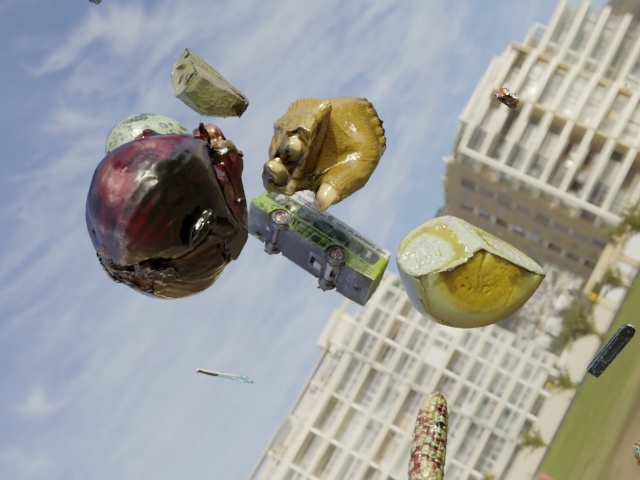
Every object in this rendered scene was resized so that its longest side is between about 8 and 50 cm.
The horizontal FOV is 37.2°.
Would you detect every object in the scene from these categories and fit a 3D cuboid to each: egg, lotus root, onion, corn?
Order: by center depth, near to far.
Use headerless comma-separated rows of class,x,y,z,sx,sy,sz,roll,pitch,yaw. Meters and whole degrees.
onion,-0.216,-0.041,1.296,0.281,0.221,0.281,-52,-18,-24
lotus root,-0.197,-0.260,1.684,0.070,0.144,0.143,-51,21,14
egg,-0.338,-0.186,1.878,0.172,0.132,0.132,-11,-36,-13
corn,0.250,0.464,2.193,0.086,0.086,0.253,99,-177,-47

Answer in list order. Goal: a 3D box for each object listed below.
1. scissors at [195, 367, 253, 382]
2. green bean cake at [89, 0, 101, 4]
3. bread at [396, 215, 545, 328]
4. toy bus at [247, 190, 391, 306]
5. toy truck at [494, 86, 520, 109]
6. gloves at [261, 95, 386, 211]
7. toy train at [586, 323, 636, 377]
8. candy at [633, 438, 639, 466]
scissors,-0.196,0.276,1.945,0.058,0.119,0.014,-160,84,-68
green bean cake,-0.475,-0.564,1.977,0.208,0.107,0.193,-36,16,53
bread,0.224,0.058,1.553,0.261,0.158,0.156,22,-74,-30
toy bus,0.000,0.000,1.938,0.139,0.302,0.113,-45,-18,-39
toy truck,0.410,-0.310,2.078,0.032,0.024,0.083,-41,-31,25
gloves,0.000,-0.165,1.749,0.356,0.155,0.203,-29,-81,-60
toy train,0.341,0.126,1.112,0.083,0.017,0.017,-60,-6,31
candy,0.567,0.356,1.568,0.201,0.060,0.060,24,-87,-51
